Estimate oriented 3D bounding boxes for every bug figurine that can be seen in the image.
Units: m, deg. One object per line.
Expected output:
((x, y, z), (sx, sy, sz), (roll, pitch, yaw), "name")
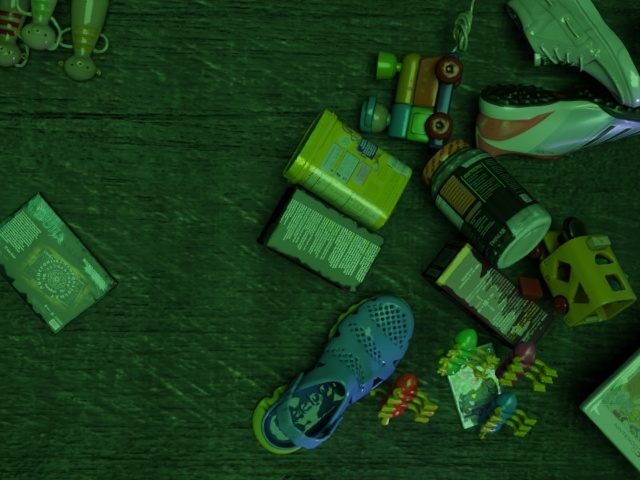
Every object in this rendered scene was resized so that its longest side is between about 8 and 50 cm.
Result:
((0.224, 0.221, 1.599), (0.279, 0.072, 0.216), (14, 128, -28), "bug figurine")

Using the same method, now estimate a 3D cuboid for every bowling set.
((-0.454, -0.330, 1.499), (0.287, 0.200, 0.154), (10, 93, -4), "bowling set")

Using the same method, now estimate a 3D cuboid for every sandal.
((0.031, 0.215, 1.616), (0.126, 0.138, 0.317), (42, 85, -5), "sandal")

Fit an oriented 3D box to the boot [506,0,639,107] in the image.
((0.393, -0.294, 1.642), (0.123, 0.095, 0.258), (-28, 69, 2), "boot")

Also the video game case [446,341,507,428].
((0.255, 0.236, 1.708), (0.087, 0.011, 0.122), (-18, 95, -7), "video game case")

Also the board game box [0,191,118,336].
((-0.416, 0.036, 1.601), (0.126, 0.026, 0.186), (-40, 97, -4), "board game box")

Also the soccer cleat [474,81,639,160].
((0.396, -0.182, 1.674), (0.318, 0.108, 0.116), (-1, 121, -14), "soccer cleat")

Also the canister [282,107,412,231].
((0.044, -0.106, 1.623), (0.170, 0.073, 0.126), (33, 69, -9), "canister")

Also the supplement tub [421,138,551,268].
((0.249, -0.059, 1.601), (0.117, 0.117, 0.190), (-38, 67, -4), "supplement tub")

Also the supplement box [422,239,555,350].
((0.264, 0.089, 1.655), (0.188, 0.104, 0.081), (40, 88, -8), "supplement box")

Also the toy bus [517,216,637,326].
((0.404, 0.031, 1.623), (0.202, 0.104, 0.191), (33, 48, -8), "toy bus")

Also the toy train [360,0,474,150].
((0.150, -0.271, 1.633), (0.143, 0.105, 0.248), (10, 91, 5), "toy train")

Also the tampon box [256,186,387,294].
((0.000, 0.000, 1.607), (0.161, 0.120, 0.101), (30, 87, -8), "tampon box")

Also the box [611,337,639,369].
((0.644, 0.193, 1.714), (0.261, 0.103, 0.184), (-39, 99, -4), "box")

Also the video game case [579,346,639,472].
((0.555, 0.256, 1.643), (0.227, 0.026, 0.206), (-44, 97, 0), "video game case")
